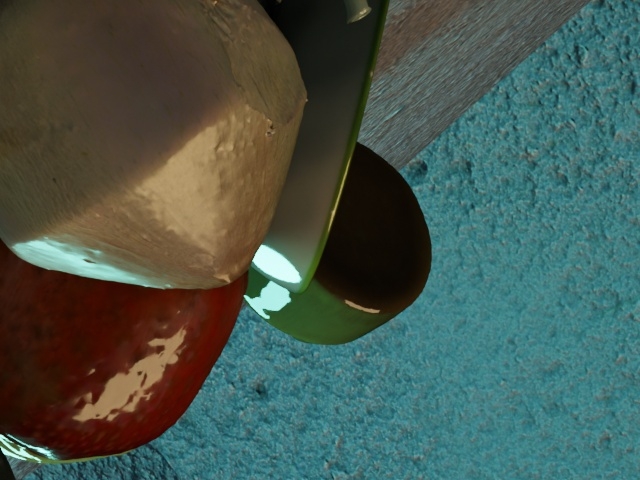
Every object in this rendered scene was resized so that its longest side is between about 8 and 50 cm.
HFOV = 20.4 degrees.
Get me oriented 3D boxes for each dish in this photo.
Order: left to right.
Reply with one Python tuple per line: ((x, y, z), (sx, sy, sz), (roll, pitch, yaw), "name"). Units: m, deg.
((-0.034, -0.126, 1.485), (0.324, 0.124, 0.324), (-166, -90, -86), "dish")

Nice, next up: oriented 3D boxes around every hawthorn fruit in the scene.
((-0.183, 0.026, 1.372), (0.300, 0.275, 0.275), (-41, 175, 1), "hawthorn fruit")

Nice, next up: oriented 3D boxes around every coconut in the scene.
((-0.113, -0.078, 1.065), (0.224, 0.234, 0.224), (-42, 177, -3), "coconut")

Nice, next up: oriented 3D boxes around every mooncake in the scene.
((0.000, 0.000, 2.320), (0.155, 0.284, 0.284), (-39, 175, 39), "mooncake")

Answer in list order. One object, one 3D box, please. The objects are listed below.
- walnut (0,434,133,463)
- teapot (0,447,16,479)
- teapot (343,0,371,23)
((-0.284, 0.150, 2.032), (0.261, 0.225, 0.225), (-17, 165, -28), "walnut")
((-0.423, 0.236, 1.520), (0.300, 0.253, 0.344), (-61, 156, 12), "teapot")
((0.061, -0.255, 1.218), (0.232, 0.159, 0.159), (-42, 174, 39), "teapot")
